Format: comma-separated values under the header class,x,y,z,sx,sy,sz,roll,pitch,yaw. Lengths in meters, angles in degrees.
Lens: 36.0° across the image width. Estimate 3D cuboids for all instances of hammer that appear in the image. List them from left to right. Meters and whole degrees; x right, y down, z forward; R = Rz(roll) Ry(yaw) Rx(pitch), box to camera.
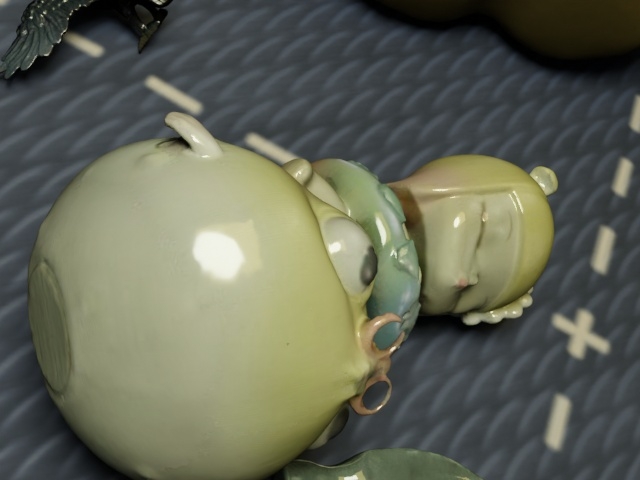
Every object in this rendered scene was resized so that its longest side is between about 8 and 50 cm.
class,x,y,z,sx,sy,sz,roll,pitch,yaw
hammer,0.058,0.236,0.586,0.158,0.041,0.226,4,59,-18

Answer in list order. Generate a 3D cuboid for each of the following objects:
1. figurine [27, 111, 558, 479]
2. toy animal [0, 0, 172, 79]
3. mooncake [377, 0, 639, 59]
class,x,y,z,sx,sy,sz,roll,pitch,yaw
figurine,0.000,0.000,0.641,0.394,0.227,0.274,-12,37,-34
toy animal,-0.162,-0.192,0.738,0.108,0.062,0.220,30,60,-4
mooncake,0.221,-0.352,0.762,0.467,0.467,0.262,16,58,-13
